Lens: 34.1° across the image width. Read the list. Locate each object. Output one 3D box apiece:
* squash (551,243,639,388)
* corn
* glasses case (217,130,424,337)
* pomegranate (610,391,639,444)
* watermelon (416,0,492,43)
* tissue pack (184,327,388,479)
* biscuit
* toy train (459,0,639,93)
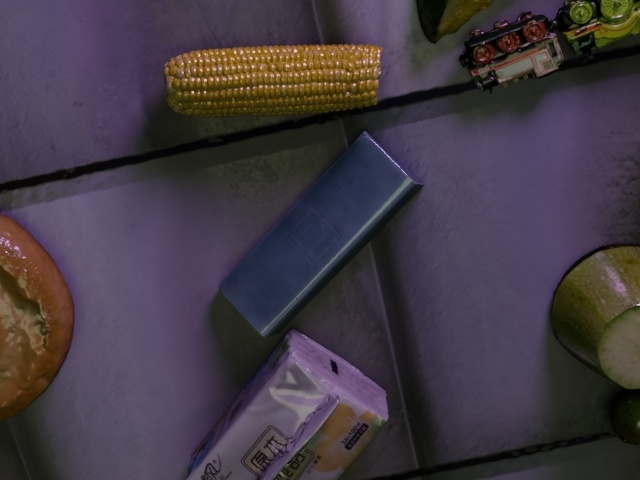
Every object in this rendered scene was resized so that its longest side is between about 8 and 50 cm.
[{"bbox_3d":[0.376,0.102,1.276,0.170,0.123,0.170,-1,114,-2],"label":"squash"},{"bbox_3d":[-0.052,-0.181,1.183,0.248,0.081,0.081,-2,109,-2],"label":"corn"},{"bbox_3d":[0.000,0.000,1.259,0.105,0.056,0.266,40,103,-14],"label":"glasses case"},{"bbox_3d":[0.410,0.221,1.344,0.073,0.073,0.085,5,72,-3],"label":"pomegranate"},{"bbox_3d":[0.220,-0.345,1.144,0.301,0.123,0.129,-34,138,9],"label":"watermelon"},{"bbox_3d":[-0.041,0.258,1.297,0.159,0.145,0.229,36,104,-13],"label":"tissue pack"},{"bbox_3d":[-0.450,0.097,1.258,0.296,0.102,0.296,0,109,1],"label":"biscuit"},{"bbox_3d":[0.281,-0.238,1.188,0.249,0.053,0.085,-21,114,6],"label":"toy train"}]
